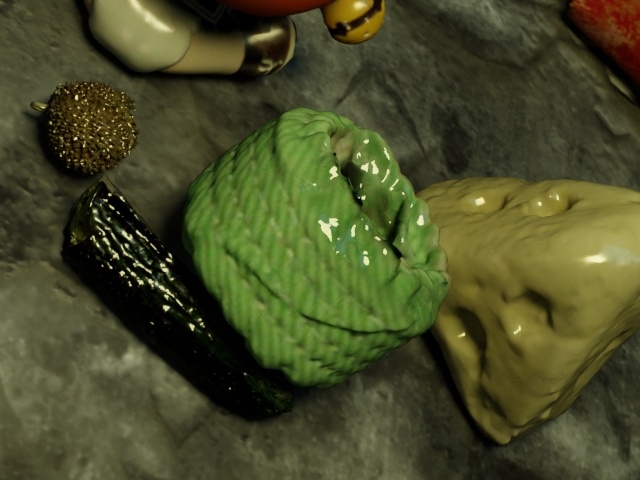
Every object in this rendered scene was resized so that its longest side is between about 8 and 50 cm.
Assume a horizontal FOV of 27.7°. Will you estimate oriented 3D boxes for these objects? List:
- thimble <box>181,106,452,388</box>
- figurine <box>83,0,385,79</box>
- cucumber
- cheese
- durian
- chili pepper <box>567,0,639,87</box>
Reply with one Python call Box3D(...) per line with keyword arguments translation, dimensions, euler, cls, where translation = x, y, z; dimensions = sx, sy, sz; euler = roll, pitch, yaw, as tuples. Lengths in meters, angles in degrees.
Box3D(translation=(0.000, 0.000, 1.048), dimensions=(0.219, 0.150, 0.219), euler=(49, 19, -23), cls="thimble")
Box3D(translation=(-0.066, -0.268, 1.061), dimensions=(0.320, 0.323, 0.196), euler=(38, 46, -16), cls="figurine")
Box3D(translation=(-0.108, 0.059, 1.024), dimensions=(0.245, 0.067, 0.067), euler=(47, 45, -10), cls="cucumber")
Box3D(translation=(0.195, 0.024, 1.180), dimensions=(0.173, 0.248, 0.251), euler=(-22, 75, -46), cls="cheese")
Box3D(translation=(-0.189, -0.092, 1.041), dimensions=(0.091, 0.080, 0.080), euler=(16, 55, -13), cls="durian")
Box3D(translation=(0.440, -0.293, 1.610), dimensions=(0.305, 0.229, 0.251), euler=(37, 76, -1), cls="chili pepper")
